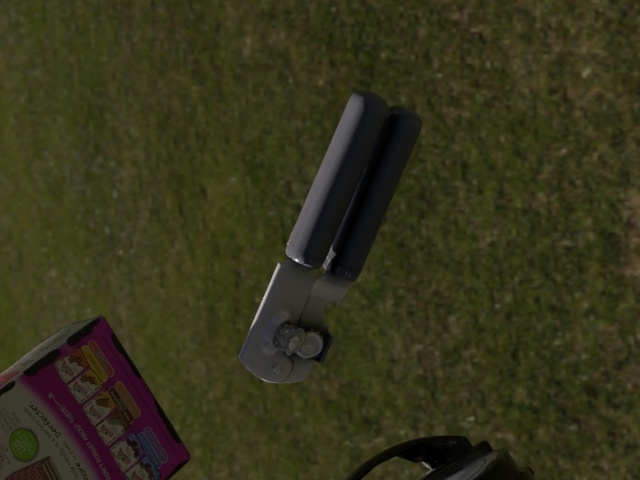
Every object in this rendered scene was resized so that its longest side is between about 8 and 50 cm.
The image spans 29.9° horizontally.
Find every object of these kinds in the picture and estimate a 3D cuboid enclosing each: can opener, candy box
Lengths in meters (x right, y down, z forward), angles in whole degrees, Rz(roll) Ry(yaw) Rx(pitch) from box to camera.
[{"bbox_3d":[0.000,0.000,1.074,0.280,0.074,0.093,-65,29,11],"label":"can opener"},{"bbox_3d":[-0.242,0.193,1.015,0.071,0.233,0.159,-17,106,48],"label":"candy box"}]

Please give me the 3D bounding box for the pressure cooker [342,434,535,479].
[{"bbox_3d":[0.172,0.477,1.602,0.420,0.375,0.370,58,-174,8],"label":"pressure cooker"}]
